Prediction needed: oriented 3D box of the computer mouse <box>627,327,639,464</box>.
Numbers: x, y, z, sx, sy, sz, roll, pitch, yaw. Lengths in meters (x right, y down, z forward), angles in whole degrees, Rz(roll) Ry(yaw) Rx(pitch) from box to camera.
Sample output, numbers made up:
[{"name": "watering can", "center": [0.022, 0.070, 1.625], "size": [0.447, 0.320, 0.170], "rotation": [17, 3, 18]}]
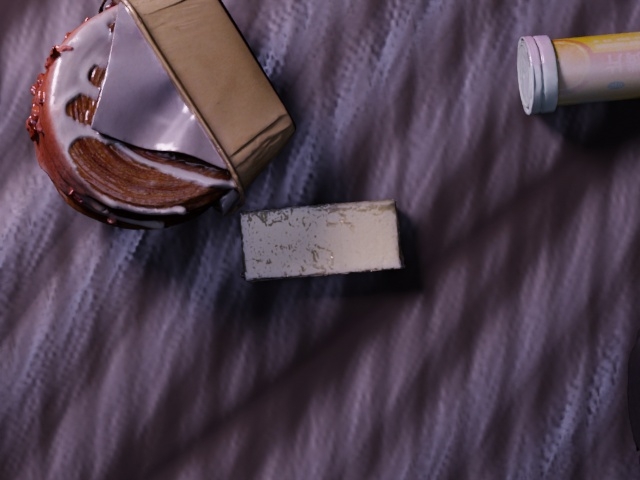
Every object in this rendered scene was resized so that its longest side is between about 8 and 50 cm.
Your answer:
[{"name": "computer mouse", "center": [0.346, 0.169, 1.557], "size": [0.122, 0.073, 0.217], "rotation": [-11, 76, -15]}]

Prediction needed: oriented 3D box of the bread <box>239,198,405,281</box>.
[{"name": "bread", "center": [0.000, 0.000, 1.574], "size": [0.154, 0.028, 0.068], "rotation": [-5, 91, -1]}]

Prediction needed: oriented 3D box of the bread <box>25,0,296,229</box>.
[{"name": "bread", "center": [-0.151, -0.112, 1.520], "size": [0.212, 0.142, 0.224], "rotation": [-32, 91, -16]}]

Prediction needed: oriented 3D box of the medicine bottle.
[{"name": "medicine bottle", "center": [0.294, -0.163, 1.561], "size": [0.218, 0.074, 0.074], "rotation": [-6, 91, -4]}]
